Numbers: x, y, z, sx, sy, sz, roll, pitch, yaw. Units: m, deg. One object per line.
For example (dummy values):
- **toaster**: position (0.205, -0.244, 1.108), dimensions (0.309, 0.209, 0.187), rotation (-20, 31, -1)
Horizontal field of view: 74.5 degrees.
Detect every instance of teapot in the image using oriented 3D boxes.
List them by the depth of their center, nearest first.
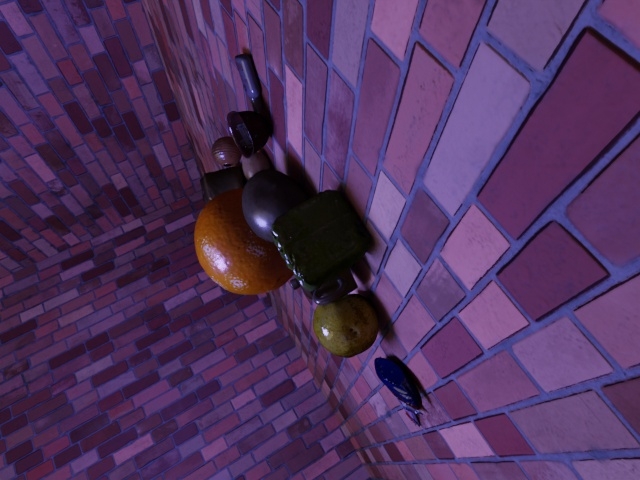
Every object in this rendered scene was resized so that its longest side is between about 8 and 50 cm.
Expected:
- **teapot**: position (-0.002, 0.098, 1.199), dimensions (0.186, 0.175, 0.268), rotation (60, -176, -27)

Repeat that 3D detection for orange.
- **orange**: position (-0.274, 0.012, 1.567), dimensions (0.424, 0.326, 0.424), rotation (40, -154, -25)

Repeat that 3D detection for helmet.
- **helmet**: position (-0.218, -0.359, 1.355), dimensions (0.155, 0.106, 0.175), rotation (61, 162, -1)

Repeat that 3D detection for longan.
- **longan**: position (-0.133, -0.103, 1.325), dimensions (0.245, 0.215, 0.246), rotation (28, 158, 12)

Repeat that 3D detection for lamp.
- **lamp**: position (-0.411, -0.390, 1.853), dimensions (0.136, 0.136, 0.136), rotation (54, 162, 27)

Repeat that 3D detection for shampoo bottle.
- **shampoo bottle**: position (-0.213, -0.475, 1.274), dimensions (0.080, 0.040, 0.165), rotation (39, 151, 51)

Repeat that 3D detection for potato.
- **potato**: position (-0.240, -0.275, 1.572), dimensions (0.112, 0.111, 0.147), rotation (87, 159, -54)

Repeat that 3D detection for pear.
- **pear**: position (0.078, 0.256, 1.249), dimensions (0.197, 0.197, 0.197), rotation (54, 162, 27)

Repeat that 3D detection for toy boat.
- **toy boat**: position (0.249, 0.471, 1.337), dimensions (0.219, 0.071, 0.318), rotation (49, 169, 33)

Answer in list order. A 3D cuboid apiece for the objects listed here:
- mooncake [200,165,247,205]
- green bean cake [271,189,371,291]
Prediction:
- **mooncake**: position (-0.436, -0.160, 2.085), dimensions (0.393, 0.246, 0.395), rotation (86, 162, -67)
- **green bean cake**: position (0.000, 0.000, 1.064), dimensions (0.201, 0.214, 0.113), rotation (58, 169, 8)
